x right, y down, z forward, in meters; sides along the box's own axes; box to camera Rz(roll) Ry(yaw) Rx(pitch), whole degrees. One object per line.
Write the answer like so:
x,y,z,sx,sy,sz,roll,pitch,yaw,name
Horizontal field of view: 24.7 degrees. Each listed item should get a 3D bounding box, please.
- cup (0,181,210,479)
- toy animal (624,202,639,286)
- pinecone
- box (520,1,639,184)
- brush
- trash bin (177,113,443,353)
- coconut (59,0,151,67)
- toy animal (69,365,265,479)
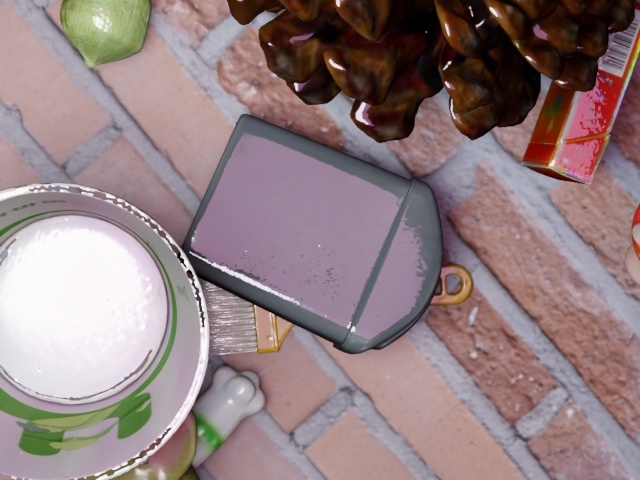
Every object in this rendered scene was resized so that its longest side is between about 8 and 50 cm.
-0.229,0.071,1.286,0.253,0.274,0.253,0,93,-7,cup
0.387,0.017,1.406,0.171,0.171,0.198,-36,105,-2,toy animal
0.089,-0.267,1.262,0.397,0.398,0.398,0,95,-6,pinecone
0.255,-0.143,1.396,0.048,0.112,0.175,19,93,-8,box
0.017,0.053,1.439,0.272,0.013,0.103,-5,95,-6,brush
0.000,0.000,1.380,0.236,0.101,0.177,23,85,-3,trash bin
-0.201,-0.206,1.360,0.088,0.088,0.096,21,85,-7,coconut
-0.185,0.275,1.351,0.363,0.181,0.180,-31,87,0,toy animal
